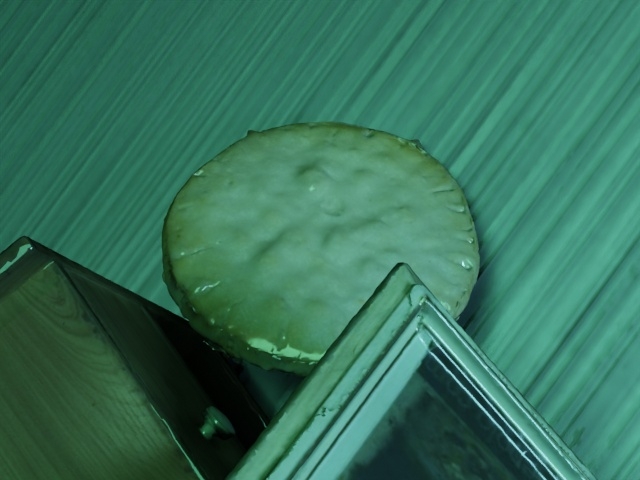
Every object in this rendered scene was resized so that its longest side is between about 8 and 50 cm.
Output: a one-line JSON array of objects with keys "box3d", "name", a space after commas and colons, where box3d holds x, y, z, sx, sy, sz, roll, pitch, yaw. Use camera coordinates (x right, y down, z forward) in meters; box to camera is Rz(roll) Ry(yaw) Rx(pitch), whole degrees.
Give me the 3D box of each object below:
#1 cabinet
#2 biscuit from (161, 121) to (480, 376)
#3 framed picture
[{"box3d": [-0.078, 0.126, 0.655, 0.148, 0.215, 0.175, -40, 67, 5], "name": "cabinet"}, {"box3d": [0.000, 0.000, 0.734, 0.152, 0.020, 0.152, 1, 49, -1], "name": "biscuit"}, {"box3d": [0.072, 0.179, 0.546, 0.296, 0.019, 0.232, 47, 51, -10], "name": "framed picture"}]
